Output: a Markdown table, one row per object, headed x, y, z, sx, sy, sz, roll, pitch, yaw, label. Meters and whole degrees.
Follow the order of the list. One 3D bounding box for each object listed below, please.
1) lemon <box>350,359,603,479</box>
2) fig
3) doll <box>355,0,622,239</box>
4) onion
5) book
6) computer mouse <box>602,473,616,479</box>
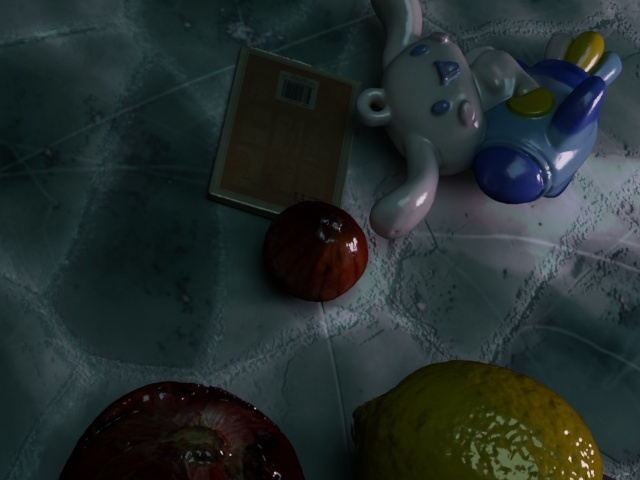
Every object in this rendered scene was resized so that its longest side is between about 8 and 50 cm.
| x | y | z | sx | sy | sz | roll | pitch | yaw | label |
| --- | --- | --- | --- | --- | --- | --- | --- | --- | --- |
| 0.168 | 0.257 | 1.822 | 0.310 | 0.253 | 0.253 | 28 | 54 | 17 | lemon |
| -0.012 | 0.005 | 1.975 | 0.128 | 0.150 | 0.128 | -10 | 56 | 15 | fig |
| 0.225 | -0.167 | 2.125 | 0.366 | 0.187 | 0.376 | 5 | 78 | -10 | doll |
| -0.140 | 0.281 | 1.697 | 0.276 | 0.276 | 0.276 | 9 | 58 | -16 | onion |
| -0.041 | -0.129 | 2.104 | 0.170 | 0.018 | 0.241 | 17 | 56 | -10 | book |
| 0.293 | 0.369 | 1.912 | 0.120 | 0.057 | 0.232 | 24 | 49 | 6 | computer mouse |
